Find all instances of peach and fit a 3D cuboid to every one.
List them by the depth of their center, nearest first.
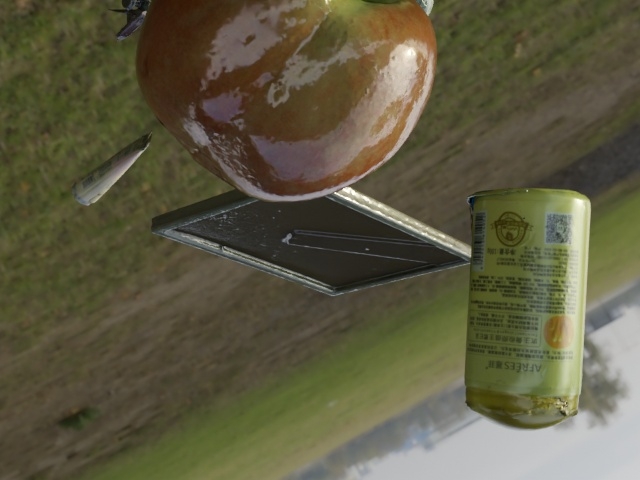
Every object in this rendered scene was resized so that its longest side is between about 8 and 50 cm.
[{"bbox_3d":[-0.033,-0.154,0.965,0.252,0.252,0.252,-28,170,-5],"label":"peach"}]

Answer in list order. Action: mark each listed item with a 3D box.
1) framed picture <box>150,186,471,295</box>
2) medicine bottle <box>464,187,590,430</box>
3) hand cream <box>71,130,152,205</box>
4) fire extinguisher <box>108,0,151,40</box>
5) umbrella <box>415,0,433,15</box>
[{"bbox_3d":[0.000,0.000,1.292,0.241,0.020,0.324,-17,154,39],"label":"framed picture"},{"bbox_3d":[0.204,0.069,1.100,0.124,0.238,0.124,2,179,0],"label":"medicine bottle"},{"bbox_3d":[-0.290,-0.101,1.558,0.143,0.039,0.061,-35,-161,21],"label":"hand cream"},{"bbox_3d":[-0.275,-0.439,1.761,0.075,0.252,0.106,9,-178,-27],"label":"fire extinguisher"},{"bbox_3d":[0.172,-0.438,1.851,0.067,0.062,0.143,-74,172,-57],"label":"umbrella"}]
